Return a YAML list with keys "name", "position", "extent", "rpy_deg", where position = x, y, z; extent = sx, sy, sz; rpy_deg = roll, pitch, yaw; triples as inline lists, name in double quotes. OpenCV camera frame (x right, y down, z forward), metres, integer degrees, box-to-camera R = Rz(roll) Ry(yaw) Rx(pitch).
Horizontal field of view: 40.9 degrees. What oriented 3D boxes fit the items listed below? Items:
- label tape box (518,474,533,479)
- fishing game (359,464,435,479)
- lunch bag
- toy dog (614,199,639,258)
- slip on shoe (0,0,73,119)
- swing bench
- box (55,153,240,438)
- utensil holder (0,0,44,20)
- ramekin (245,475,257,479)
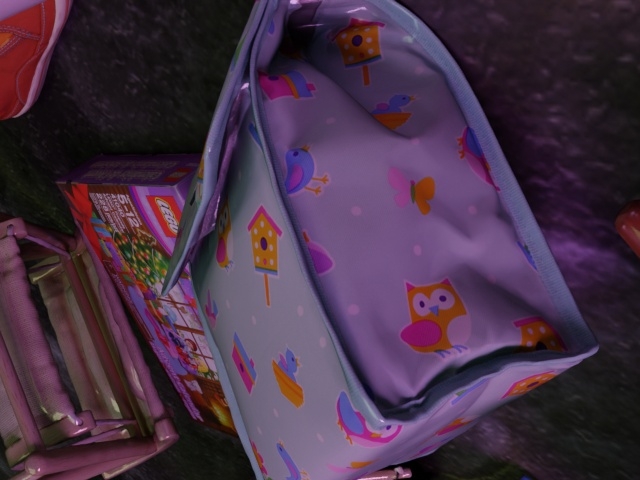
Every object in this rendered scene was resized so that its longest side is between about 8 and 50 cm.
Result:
- name: "label tape box"
  position: [0.192, 0.364, 0.566]
  extent: [0.334, 0.241, 0.106]
  rpy_deg: [39, 148, 18]
- name: "fishing game"
  position: [0.003, 0.216, 0.740]
  extent: [0.264, 0.189, 0.041]
  rpy_deg: [87, 178, -66]
- name: "lunch bag"
  position: [0.000, 0.000, 0.501]
  extent: [0.262, 0.160, 0.223]
  rpy_deg: [65, 155, 18]
- name: "toy dog"
  position: [0.162, 0.105, 0.381]
  extent: [0.161, 0.220, 0.333]
  rpy_deg: [35, 119, 21]
- name: "slip on shoe"
  position: [-0.276, -0.192, 0.686]
  extent: [0.123, 0.101, 0.331]
  rpy_deg: [49, 146, 4]
- name: "swing bench"
  position: [-0.267, 0.106, 0.816]
  extent: [0.165, 0.255, 0.253]
  rpy_deg: [-32, 76, 24]
- name: "box"
  position: [-0.104, 0.060, 0.775]
  extent: [0.201, 0.057, 0.293]
  rpy_deg: [5, 127, 47]
- name: "utensil holder"
  position: [-0.227, -0.222, 0.336]
  extent: [0.328, 0.385, 0.327]
  rpy_deg: [31, 143, 27]
- name: "ramekin"
  position: [-0.032, 0.381, 0.951]
  extent: [0.273, 0.127, 0.272]
  rpy_deg: [31, 144, 26]
